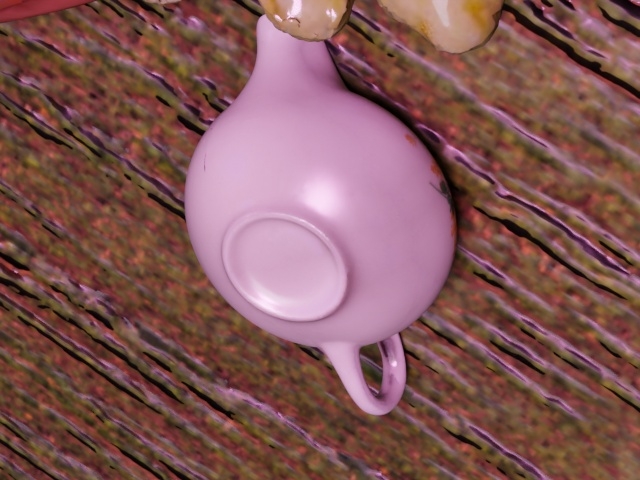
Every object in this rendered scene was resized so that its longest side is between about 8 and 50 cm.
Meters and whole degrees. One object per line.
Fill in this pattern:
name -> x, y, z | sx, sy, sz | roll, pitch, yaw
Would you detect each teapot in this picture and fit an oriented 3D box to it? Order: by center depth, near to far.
teapot -> 0.000, 0.000, 0.850 | 0.145, 0.092, 0.226 | -2, 121, 28

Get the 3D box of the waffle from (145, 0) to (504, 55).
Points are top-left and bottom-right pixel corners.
waffle -> -0.007, -0.225, 0.545 | 0.297, 0.073, 0.317 | 22, 111, -2

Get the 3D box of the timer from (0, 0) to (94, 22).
timer -> -0.134, -0.209, 0.698 | 0.229, 0.229, 0.215 | -6, 110, 28
